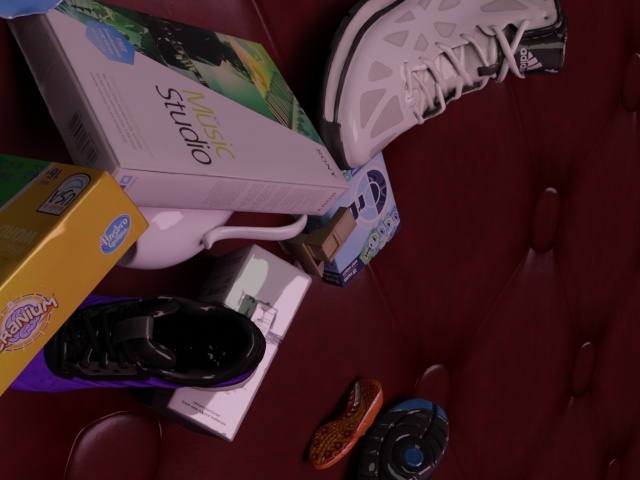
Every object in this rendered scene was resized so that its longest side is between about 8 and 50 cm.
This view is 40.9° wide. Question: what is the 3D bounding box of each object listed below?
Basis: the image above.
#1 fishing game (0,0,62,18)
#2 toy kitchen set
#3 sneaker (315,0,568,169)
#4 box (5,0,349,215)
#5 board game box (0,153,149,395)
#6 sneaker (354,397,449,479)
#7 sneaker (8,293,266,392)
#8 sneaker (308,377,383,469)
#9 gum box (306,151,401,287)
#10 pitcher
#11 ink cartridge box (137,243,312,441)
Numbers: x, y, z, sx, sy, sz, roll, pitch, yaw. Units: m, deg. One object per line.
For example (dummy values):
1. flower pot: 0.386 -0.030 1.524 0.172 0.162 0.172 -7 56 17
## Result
1. fishing game: -0.286 -0.290 0.749 0.264 0.041 0.189 -47 110 -31
2. toy kitchen set: 0.000 0.000 1.176 0.075 0.083 0.068 -55 136 -29
3. sneaker: 0.184 -0.252 1.154 0.447 0.258 0.169 -58 149 -32
4. box: -0.133 -0.135 0.887 0.058 0.232 0.322 -44 154 29
5. board game box: -0.320 0.063 0.678 0.316 0.242 0.064 -54 134 -27
6. sneaker: 0.102 0.411 1.408 0.341 0.125 0.139 -54 163 -31
7. sneaker: -0.193 0.092 0.828 0.293 0.146 0.102 2 77 -13
8. sneaker: 0.047 0.292 1.327 0.175 0.064 0.067 -43 140 -32
9. gum box: 0.042 -0.052 1.247 0.157 0.041 0.184 -44 129 -35
10. pitcher: -0.131 -0.035 0.936 0.207 0.178 0.125 -30 145 -45
11. ink cartridge box: -0.113 0.117 1.003 0.087 0.153 0.208 33 70 -17
